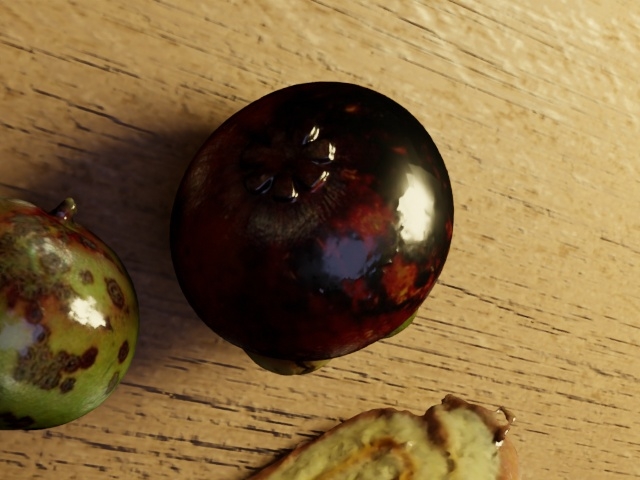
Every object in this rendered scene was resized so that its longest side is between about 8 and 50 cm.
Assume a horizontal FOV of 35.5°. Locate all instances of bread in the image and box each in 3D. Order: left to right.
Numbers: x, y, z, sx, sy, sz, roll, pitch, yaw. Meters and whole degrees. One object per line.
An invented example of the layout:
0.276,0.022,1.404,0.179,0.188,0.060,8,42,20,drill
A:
0.049,0.219,0.698,0.244,0.190,0.123,-30,128,-21,bread

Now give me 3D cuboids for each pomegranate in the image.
-0.189,0.052,0.560,0.169,0.148,0.148,-35,118,4,pomegranate

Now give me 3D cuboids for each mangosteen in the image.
0.000,0.000,0.629,0.200,0.200,0.199,-7,107,-26,mangosteen
